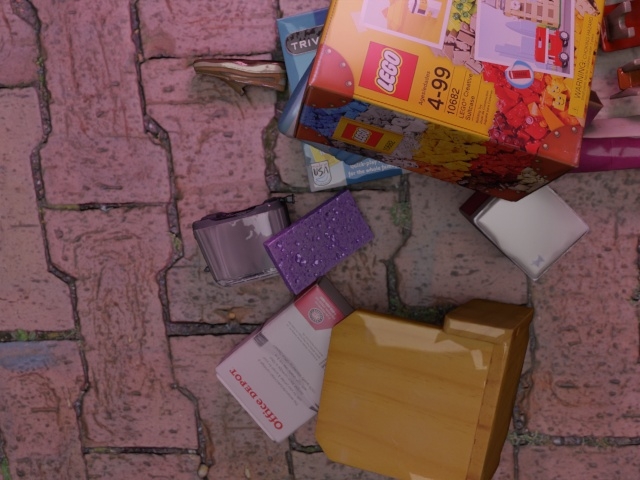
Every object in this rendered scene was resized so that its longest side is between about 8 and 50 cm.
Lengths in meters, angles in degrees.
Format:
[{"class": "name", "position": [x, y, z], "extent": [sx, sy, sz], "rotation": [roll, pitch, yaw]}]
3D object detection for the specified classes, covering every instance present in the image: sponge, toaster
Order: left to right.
[{"class": "toaster", "position": [-0.137, 0.001, 1.189], "extent": [0.227, 0.129, 0.146], "rotation": [-15, 100, 5]}, {"class": "sponge", "position": [0.000, 0.000, 1.153], "extent": [0.210, 0.031, 0.117], "rotation": [-35, 108, -22]}]

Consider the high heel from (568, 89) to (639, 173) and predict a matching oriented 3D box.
[{"class": "high heel", "position": [0.566, -0.152, 1.110], "extent": [0.377, 0.127, 0.181], "rotation": [23, 130, -1]}]

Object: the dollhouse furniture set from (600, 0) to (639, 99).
[{"class": "dollhouse furniture set", "position": [0.528, -0.385, 1.067], "extent": [0.259, 0.135, 0.262], "rotation": [-11, 97, -3]}]

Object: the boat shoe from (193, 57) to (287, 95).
[{"class": "boat shoe", "position": [-0.162, -0.325, 1.177], "extent": [0.190, 0.068, 0.072], "rotation": [6, 111, 7]}]

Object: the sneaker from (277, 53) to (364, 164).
[{"class": "sneaker", "position": [0.085, -0.280, 1.052], "extent": [0.208, 0.127, 0.319], "rotation": [31, 91, -14]}]

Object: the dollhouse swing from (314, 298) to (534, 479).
[{"class": "dollhouse swing", "position": [0.205, 0.282, 1.147], "extent": [0.305, 0.315, 0.346], "rotation": [13, 100, 27]}]

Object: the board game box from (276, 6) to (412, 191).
[{"class": "board game box", "position": [0.074, -0.283, 1.143], "extent": [0.254, 0.079, 0.336], "rotation": [-11, 97, 8]}]

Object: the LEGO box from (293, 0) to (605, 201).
[{"class": "LEGO box", "position": [0.206, -0.356, 0.887], "extent": [0.373, 0.193, 0.500], "rotation": [16, 76, -5]}]

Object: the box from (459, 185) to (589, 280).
[{"class": "box", "position": [0.356, -0.040, 1.064], "extent": [0.148, 0.232, 0.127], "rotation": [44, 100, -1]}]

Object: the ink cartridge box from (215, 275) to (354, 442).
[{"class": "ink cartridge box", "position": [-0.042, 0.241, 1.214], "extent": [0.283, 0.117, 0.207], "rotation": [-40, 92, 10]}]
